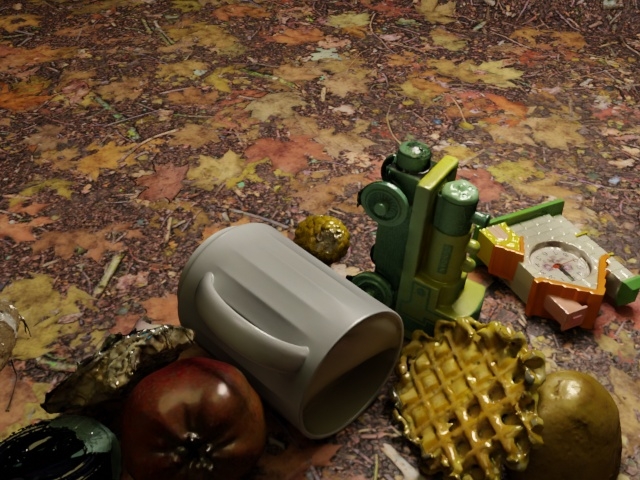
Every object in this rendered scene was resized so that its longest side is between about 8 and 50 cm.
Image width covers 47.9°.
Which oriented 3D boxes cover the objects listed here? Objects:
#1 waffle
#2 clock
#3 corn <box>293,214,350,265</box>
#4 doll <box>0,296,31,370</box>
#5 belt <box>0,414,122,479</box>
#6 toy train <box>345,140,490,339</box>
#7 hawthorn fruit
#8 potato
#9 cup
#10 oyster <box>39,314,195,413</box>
[{"bbox_3d":[0.215,0.240,1.100,0.281,0.060,0.262,1,63,44],"label":"waffle"},{"bbox_3d":[0.453,0.051,1.390,0.220,0.106,0.255,-17,42,-20],"label":"clock"},{"bbox_3d":[0.004,0.002,1.353,0.102,0.101,0.313,-3,4,-4],"label":"corn"},{"bbox_3d":[-0.580,0.181,1.214,0.115,0.105,0.221,27,32,-6],"label":"doll"},{"bbox_3d":[-0.390,0.334,1.049,0.198,0.078,0.151,-14,36,-14],"label":"belt"},{"bbox_3d":[0.179,0.011,1.229,0.237,0.368,0.150,25,45,23],"label":"toy train"},{"bbox_3d":[-0.193,0.259,1.063,0.208,0.208,0.248,-12,17,-15],"label":"hawthorn fruit"},{"bbox_3d":[0.368,0.274,1.075,0.204,0.158,0.178,-25,43,-22],"label":"potato"},{"bbox_3d":[-0.083,0.126,1.144,0.327,0.236,0.323,34,8,33],"label":"cup"},{"bbox_3d":[-0.311,0.198,1.116,0.260,0.198,0.092,-40,84,2],"label":"oyster"}]
